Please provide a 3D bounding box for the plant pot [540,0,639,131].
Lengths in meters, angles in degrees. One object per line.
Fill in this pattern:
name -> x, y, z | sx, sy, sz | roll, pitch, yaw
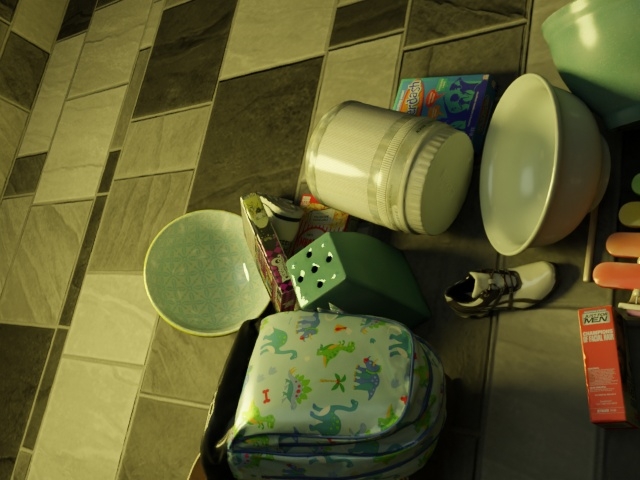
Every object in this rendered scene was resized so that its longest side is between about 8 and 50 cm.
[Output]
plant pot -> 0.516, -0.284, 1.029 | 0.293, 0.293, 0.196 | -14, 89, 33

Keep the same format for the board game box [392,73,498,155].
board game box -> 0.243, -0.257, 1.361 | 0.210, 0.047, 0.160 | 7, 75, 41

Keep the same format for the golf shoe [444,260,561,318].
golf shoe -> 0.307, 0.081, 1.131 | 0.198, 0.094, 0.077 | -26, 56, 26

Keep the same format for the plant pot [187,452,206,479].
plant pot -> -0.083, 0.485, 1.195 | 0.284, 0.191, 0.284 | -17, 61, 32

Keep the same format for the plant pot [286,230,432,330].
plant pot -> 0.057, 0.086, 1.230 | 0.165, 0.234, 0.165 | -36, 52, 21

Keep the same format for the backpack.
backpack -> 0.019, 0.244, 1.036 | 0.356, 0.273, 0.290 | 12, 49, 6

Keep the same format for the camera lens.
camera lens -> 0.125, -0.141, 1.272 | 0.274, 0.219, 0.219 | 21, 85, 33

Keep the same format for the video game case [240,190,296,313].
video game case -> -0.105, 0.036, 1.343 | 0.042, 0.232, 0.210 | -21, 75, -11

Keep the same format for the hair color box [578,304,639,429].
hair color box -> 0.429, 0.190, 0.985 | 0.053, 0.093, 0.167 | -14, 63, 33

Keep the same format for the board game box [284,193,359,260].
board game box -> 0.000, 0.000, 1.441 | 0.147, 0.045, 0.193 | 8, 76, 40

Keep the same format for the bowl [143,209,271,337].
bowl -> -0.249, 0.091, 1.502 | 0.156, 0.290, 0.289 | 119, 157, -67

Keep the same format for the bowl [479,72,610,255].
bowl -> 0.379, -0.118, 1.093 | 0.134, 0.298, 0.297 | 5, 67, -7

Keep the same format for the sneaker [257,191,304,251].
sneaker -> -0.103, -0.048, 1.483 | 0.235, 0.090, 0.094 | -130, 49, -71

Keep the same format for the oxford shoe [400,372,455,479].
oxford shoe -> 0.175, 0.329, 1.146 | 0.076, 0.076, 0.212 | 131, 161, -68

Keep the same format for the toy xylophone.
toy xylophone -> 0.518, -0.024, 1.018 | 0.236, 0.081, 0.322 | -6, 67, 37
